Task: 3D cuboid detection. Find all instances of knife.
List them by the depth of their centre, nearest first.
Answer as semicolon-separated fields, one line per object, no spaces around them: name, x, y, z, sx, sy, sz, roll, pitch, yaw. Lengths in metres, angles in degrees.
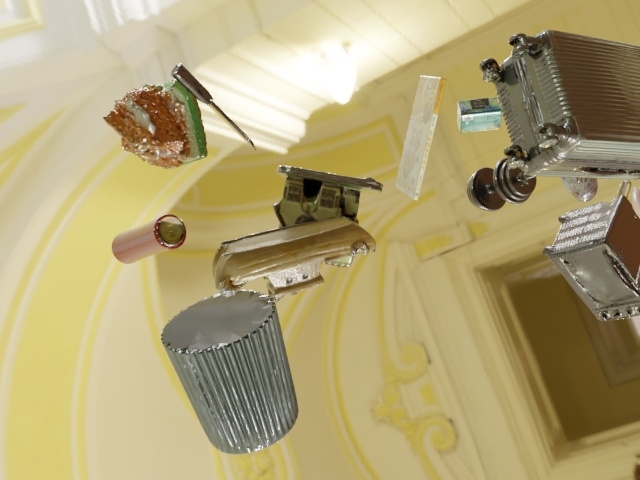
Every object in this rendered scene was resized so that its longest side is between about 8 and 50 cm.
knife;-0.197;-0.247;1.549;0.230;0.028;0.060;43;173;-28

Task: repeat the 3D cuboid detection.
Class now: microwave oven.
microwave oven;0.682;0.051;1.936;0.247;0.178;0.188;46;-123;-17

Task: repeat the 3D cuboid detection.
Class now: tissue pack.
tissue pack;0.424;-0.345;2.199;0.085;0.111;0.079;78;-174;-58

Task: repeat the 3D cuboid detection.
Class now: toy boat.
toy boat;-0.048;0.040;1.554;0.089;0.321;0.121;-138;37;-67

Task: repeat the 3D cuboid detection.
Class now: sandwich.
sandwich;-0.302;-0.206;1.558;0.160;0.109;0.185;-50;-53;-48

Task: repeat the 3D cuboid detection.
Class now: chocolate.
chocolate;0.555;-0.160;1.814;0.167;0.072;0.072;59;-161;17

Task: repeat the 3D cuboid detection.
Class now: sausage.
sausage;0.871;-0.061;2.426;0.033;0.033;0.269;-15;-58;-69

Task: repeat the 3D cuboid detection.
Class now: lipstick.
lipstick;-0.384;-0.001;1.818;0.080;0.241;0.080;9;-105;-36

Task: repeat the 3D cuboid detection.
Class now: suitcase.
suitcase;0.398;-0.196;1.218;0.312;0.128;0.202;0;-112;-31

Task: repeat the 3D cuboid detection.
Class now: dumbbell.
dumbbell;0.374;-0.115;1.697;0.099;0.208;0.099;5;-102;-26

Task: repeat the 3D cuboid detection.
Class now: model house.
model house;0.000;0.000;1.688;0.205;0.218;0.279;-13;-68;-87

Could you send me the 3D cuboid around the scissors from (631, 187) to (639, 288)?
scissors;0.627;-0.005;1.536;0.160;0.024;0.317;45;-134;-5

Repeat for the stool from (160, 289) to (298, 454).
stool;-0.213;0.337;2.076;0.297;0.297;0.330;-67;-35;-62

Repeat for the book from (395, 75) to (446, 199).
book;0.246;-0.259;2.026;0.208;0.020;0.295;-120;41;-76
